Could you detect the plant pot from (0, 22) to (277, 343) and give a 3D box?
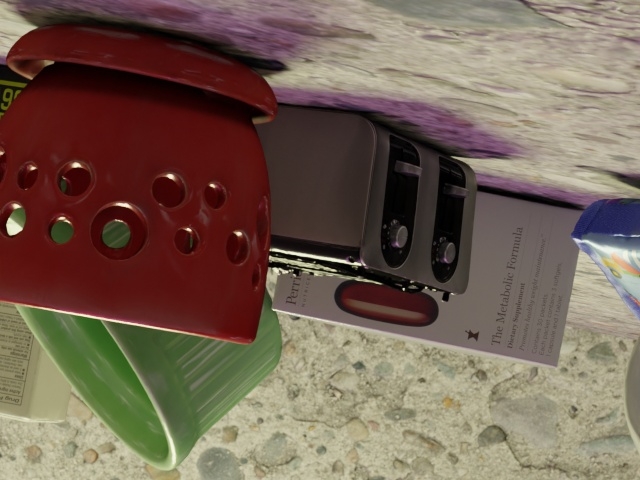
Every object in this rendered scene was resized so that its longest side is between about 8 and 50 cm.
[{"bbox_3d":[-0.117,-0.033,1.054,0.191,0.174,0.191,12,176,1],"label":"plant pot"}]

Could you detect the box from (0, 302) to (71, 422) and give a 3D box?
[{"bbox_3d":[-0.372,0.061,2.122,0.148,0.311,0.121,10,176,15],"label":"box"}]

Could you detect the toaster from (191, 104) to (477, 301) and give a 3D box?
[{"bbox_3d":[0.006,-0.028,1.246,0.185,0.110,0.168,8,175,32],"label":"toaster"}]

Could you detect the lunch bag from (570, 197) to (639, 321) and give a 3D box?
[{"bbox_3d":[0.339,0.030,1.231,0.221,0.138,0.293,9,163,47],"label":"lunch bag"}]

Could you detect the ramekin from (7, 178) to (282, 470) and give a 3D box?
[{"bbox_3d":[-0.171,0.048,1.585,0.303,0.148,0.303,45,159,23],"label":"ramekin"}]

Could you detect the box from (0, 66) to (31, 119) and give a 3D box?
[{"bbox_3d":[-0.173,-0.082,1.357,0.270,0.060,0.216,10,177,25],"label":"box"}]

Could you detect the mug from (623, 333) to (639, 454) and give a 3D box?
[{"bbox_3d":[0.450,0.204,1.534,0.328,0.374,0.276,23,136,-34],"label":"mug"}]

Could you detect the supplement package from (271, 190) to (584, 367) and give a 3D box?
[{"bbox_3d":[0.091,0.021,1.483,0.244,0.139,0.134,11,177,2],"label":"supplement package"}]

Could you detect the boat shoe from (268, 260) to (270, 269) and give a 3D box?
[{"bbox_3d":[-0.184,-0.028,1.788,0.367,0.136,0.156,25,167,-29],"label":"boat shoe"}]
